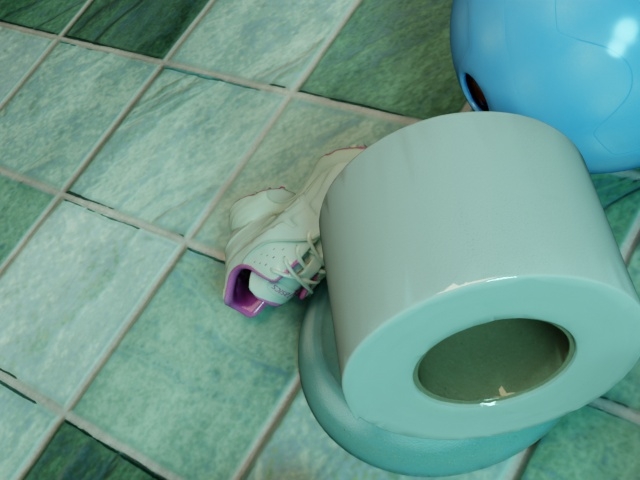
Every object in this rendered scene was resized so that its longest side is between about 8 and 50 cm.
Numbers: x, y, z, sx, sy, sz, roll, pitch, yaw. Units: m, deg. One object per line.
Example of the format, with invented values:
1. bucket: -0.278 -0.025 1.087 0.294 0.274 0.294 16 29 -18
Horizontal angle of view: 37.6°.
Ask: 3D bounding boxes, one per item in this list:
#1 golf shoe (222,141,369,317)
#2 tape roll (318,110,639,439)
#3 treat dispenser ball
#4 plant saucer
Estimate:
1. golf shoe: 0.000 0.000 0.970 0.306 0.115 0.140 -24 43 51
2. tape roll: 0.127 0.036 0.787 0.246 0.246 0.169 -18 51 13
3. treat dispenser ball: 0.271 -0.210 0.925 0.288 0.288 0.288 -13 52 17
4. plant saucer: 0.117 0.079 0.951 0.317 0.044 0.318 -13 51 17
